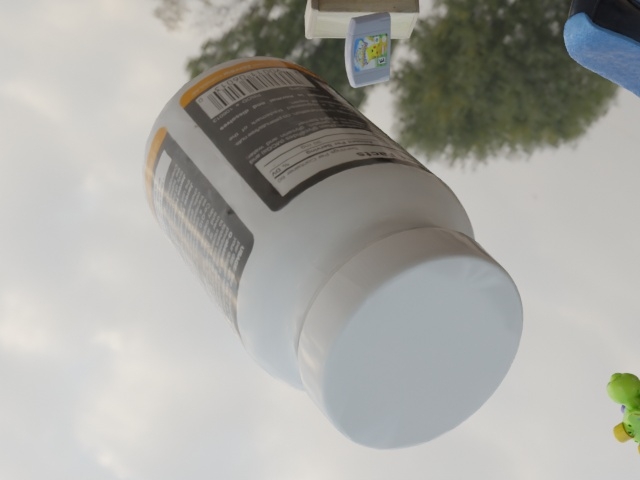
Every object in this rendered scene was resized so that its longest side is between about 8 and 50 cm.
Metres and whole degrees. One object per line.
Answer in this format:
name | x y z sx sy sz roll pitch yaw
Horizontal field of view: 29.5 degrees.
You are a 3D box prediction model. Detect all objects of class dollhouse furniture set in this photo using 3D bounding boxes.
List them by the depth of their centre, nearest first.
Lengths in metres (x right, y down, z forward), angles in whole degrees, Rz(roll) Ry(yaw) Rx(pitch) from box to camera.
dollhouse furniture set | 0.058 -0.439 1.852 0.161 0.242 0.212 -1 166 -6

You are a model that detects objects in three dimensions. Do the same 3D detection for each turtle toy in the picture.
turtle toy | 0.412 0.214 1.532 0.130 0.095 0.066 36 -145 -23

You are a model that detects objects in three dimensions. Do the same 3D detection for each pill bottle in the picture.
pill bottle | 0.000 0.000 0.784 0.162 0.162 0.278 15 -159 -35

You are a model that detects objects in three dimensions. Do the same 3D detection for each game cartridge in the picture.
game cartridge | 0.055 -0.219 1.404 0.056 0.083 0.017 -14 -149 -22

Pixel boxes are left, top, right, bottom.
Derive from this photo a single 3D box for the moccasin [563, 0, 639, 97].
moccasin | 0.460 -0.238 1.554 0.342 0.117 0.137 27 153 -33
